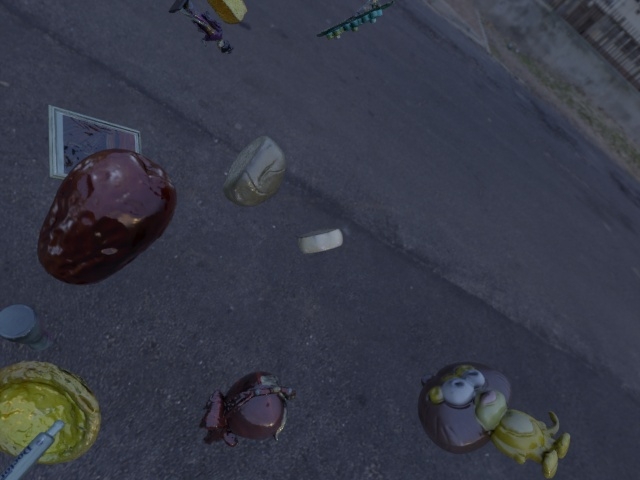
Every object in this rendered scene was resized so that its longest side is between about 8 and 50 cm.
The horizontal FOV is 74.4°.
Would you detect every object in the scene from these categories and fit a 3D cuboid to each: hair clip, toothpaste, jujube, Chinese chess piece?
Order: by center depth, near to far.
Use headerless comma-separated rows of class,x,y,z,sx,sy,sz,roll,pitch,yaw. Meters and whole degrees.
hair clip,0.073,-0.461,0.881,0.049,0.172,0.049,56,20,-33
toothpaste,-0.649,0.496,0.889,0.255,0.067,0.037,-56,141,-44
jujube,-0.466,-0.048,0.919,0.223,0.318,0.223,43,10,-9
Chinese chess piece,0.000,0.000,1.136,0.122,0.122,0.051,-20,100,-48

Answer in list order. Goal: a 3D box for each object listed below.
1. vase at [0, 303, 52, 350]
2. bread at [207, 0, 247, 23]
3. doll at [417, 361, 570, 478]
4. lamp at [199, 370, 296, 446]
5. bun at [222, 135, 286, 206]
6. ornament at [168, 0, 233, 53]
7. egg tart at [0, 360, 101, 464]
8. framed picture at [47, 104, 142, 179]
vase,-0.742,0.232,1.073,0.086,0.214,0.086,8,62,-15
bread,-0.325,-0.815,1.407,0.187,0.065,0.103,38,58,-54
doll,0.218,0.219,0.553,0.145,0.188,0.096,-48,129,-50
lamp,-0.169,0.396,1.003,0.223,0.215,0.151,2,46,2
bun,-0.147,-0.153,0.999,0.113,0.173,0.166,38,6,-27
ornament,-0.336,-0.616,1.225,0.088,0.081,0.203,28,-13,45
egg tart,-0.808,0.489,1.246,0.345,0.345,0.132,34,12,-13
framed picture,-0.646,-0.261,1.235,0.273,0.016,0.217,5,73,-54
